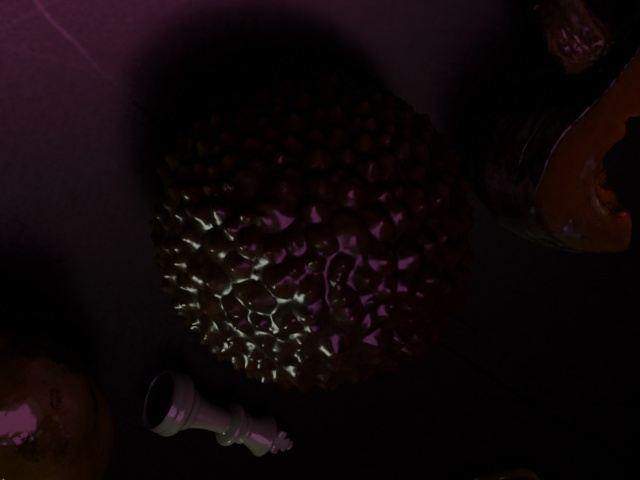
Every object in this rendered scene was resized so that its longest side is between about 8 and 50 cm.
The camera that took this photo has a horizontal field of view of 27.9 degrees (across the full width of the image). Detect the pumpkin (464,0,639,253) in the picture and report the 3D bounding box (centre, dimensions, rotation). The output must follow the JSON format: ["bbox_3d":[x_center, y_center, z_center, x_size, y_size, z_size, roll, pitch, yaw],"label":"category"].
[{"bbox_3d":[0.196,-0.101,1.064,0.126,0.131,0.248,-4,116,-14],"label":"pumpkin"}]

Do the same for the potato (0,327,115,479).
[{"bbox_3d":[-0.286,0.222,1.086,0.176,0.195,0.369,26,123,14],"label":"potato"}]

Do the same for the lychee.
[{"bbox_3d":[0.000,0.000,0.990,0.267,0.267,0.268,-7,118,-13],"label":"lychee"}]

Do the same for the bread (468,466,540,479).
[{"bbox_3d":[0.160,0.301,1.285,0.157,0.094,0.083,-32,125,12],"label":"bread"}]

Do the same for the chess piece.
[{"bbox_3d":[-0.085,0.166,1.166,0.149,0.059,0.059,26,107,-30],"label":"chess piece"}]
